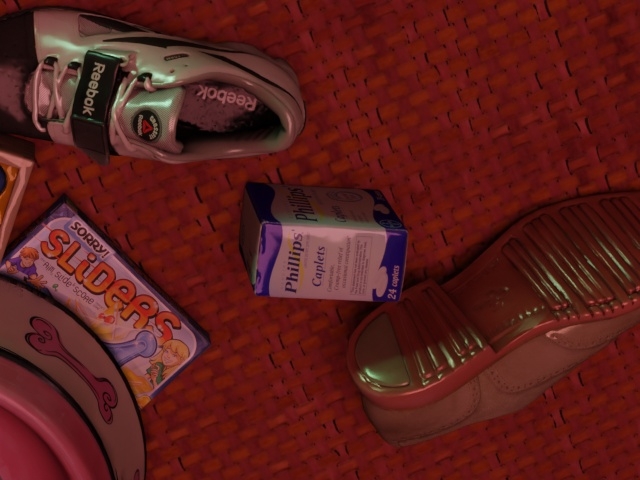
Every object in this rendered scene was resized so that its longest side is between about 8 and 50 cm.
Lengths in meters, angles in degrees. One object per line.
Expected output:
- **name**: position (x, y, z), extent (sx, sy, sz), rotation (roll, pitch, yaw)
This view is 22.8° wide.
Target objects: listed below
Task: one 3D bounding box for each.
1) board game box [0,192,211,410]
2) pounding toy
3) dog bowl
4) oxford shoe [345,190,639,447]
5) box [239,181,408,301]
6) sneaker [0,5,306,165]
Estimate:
- **board game box**: position (-0.221, 0.072, 1.507), extent (0.136, 0.035, 0.201), rotation (-43, 109, 5)
- **pounding toy**: position (-0.342, -0.037, 1.417), extent (0.141, 0.100, 0.130), rotation (17, 103, -15)
- **dog bowl**: position (-0.364, 0.233, 1.452), extent (0.407, 0.150, 0.408), rotation (-2, 112, -4)
- **oxford shoe**: position (0.212, 0.075, 1.555), extent (0.396, 0.140, 0.147), rotation (-22, 141, -7)
- **box**: position (0.000, 0.000, 1.474), extent (0.137, 0.126, 0.072), rotation (2, 108, -11)
- **sneaker**: position (-0.172, -0.131, 1.397), extent (0.330, 0.146, 0.123), rotation (2, 108, -9)
